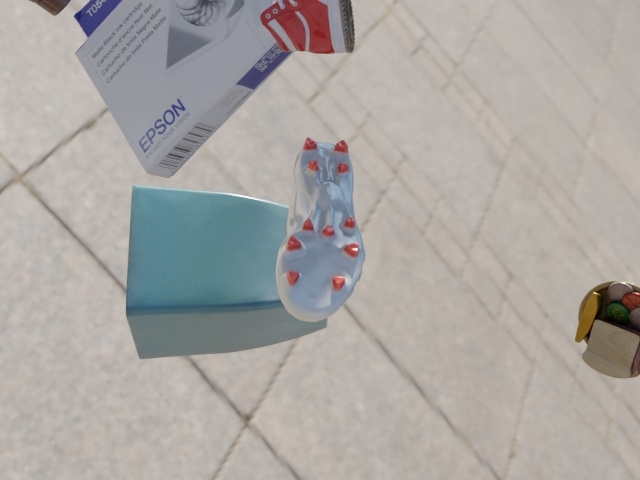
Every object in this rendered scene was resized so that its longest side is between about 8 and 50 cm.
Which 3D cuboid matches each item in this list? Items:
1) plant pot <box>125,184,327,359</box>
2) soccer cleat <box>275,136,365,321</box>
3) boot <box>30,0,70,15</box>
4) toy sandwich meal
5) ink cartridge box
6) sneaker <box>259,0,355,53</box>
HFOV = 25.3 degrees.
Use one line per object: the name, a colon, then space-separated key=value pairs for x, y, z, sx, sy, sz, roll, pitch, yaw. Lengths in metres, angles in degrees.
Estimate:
plant pot: x=-0.106 y=0.039 z=1.722 sx=0.165 sy=0.234 sz=0.166 roll=93 pitch=-3 yaw=-66
soccer cleat: x=0.000 y=0.000 z=1.140 sx=0.068 sy=0.076 sz=0.196 roll=7 pitch=44 yaw=-3
boot: x=-0.189 y=-0.182 z=0.792 sx=0.114 sy=0.037 sz=0.106 roll=36 pitch=11 yaw=-30
toy sandwich meal: x=0.252 y=0.076 z=1.215 sx=0.085 sy=0.085 sz=0.029 roll=53 pitch=35 yaw=6
ink cartridge box: x=-0.137 y=-0.215 z=1.372 sx=0.045 sy=0.223 sz=0.224 roll=9 pitch=43 yaw=-56
sneaker: x=-0.015 y=-0.192 z=1.038 sx=0.042 sy=0.067 sz=0.118 roll=-55 pitch=140 yaw=-65
